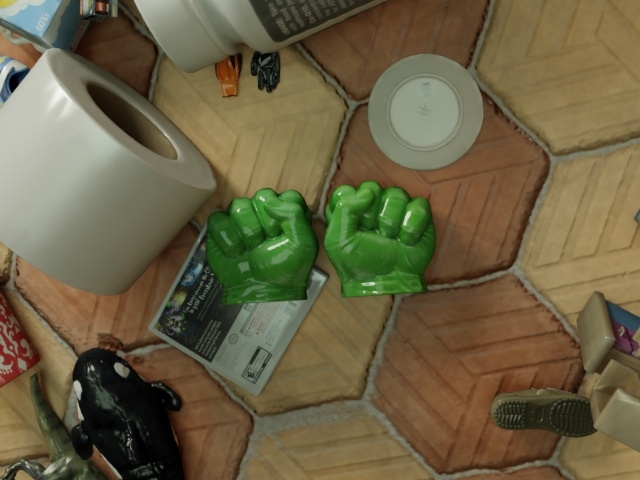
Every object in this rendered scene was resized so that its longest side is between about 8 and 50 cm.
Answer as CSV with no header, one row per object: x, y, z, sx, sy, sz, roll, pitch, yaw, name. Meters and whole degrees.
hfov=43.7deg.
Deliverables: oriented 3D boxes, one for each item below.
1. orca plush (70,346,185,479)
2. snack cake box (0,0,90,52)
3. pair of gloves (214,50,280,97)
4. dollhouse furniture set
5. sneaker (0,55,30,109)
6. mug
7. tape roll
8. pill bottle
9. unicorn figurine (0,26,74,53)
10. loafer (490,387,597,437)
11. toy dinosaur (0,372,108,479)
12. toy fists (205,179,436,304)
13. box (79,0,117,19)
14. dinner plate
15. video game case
-0.250,0.283,1.034,0.151,0.102,0.288,-9,96,-5,orca plush
-0.314,-0.371,0.945,0.152,0.089,0.264,27,87,6,snack cake box
-0.092,-0.219,1.000,0.083,0.010,0.074,-5,96,7,pair of gloves
0.434,0.052,0.817,0.198,0.286,0.304,26,112,4,dollhouse furniture set
-0.412,-0.169,1.035,0.059,0.053,0.144,10,100,5,sneaker
-0.464,0.116,1.072,0.113,0.150,0.169,-35,97,-25,mug
-0.265,-0.078,0.928,0.246,0.246,0.169,44,101,1,tape roll
-0.022,-0.333,0.875,0.360,0.204,0.204,-22,94,11,pill bottle
-0.342,-0.268,1.006,0.111,0.060,0.162,19,102,8,unicorn figurine
0.278,0.206,0.985,0.147,0.050,0.056,9,103,-8,loafer
-0.361,0.324,1.093,0.118,0.064,0.268,-34,91,-4,toy dinosaur
0.000,0.000,0.962,0.279,0.096,0.142,-4,85,2,toy fists
-0.238,-0.308,0.857,0.027,0.094,0.137,0,101,-25,box
0.127,-0.156,0.973,0.141,0.017,0.141,1,97,8,dinner plate
-0.108,0.081,1.040,0.173,0.022,0.190,31,102,3,video game case
